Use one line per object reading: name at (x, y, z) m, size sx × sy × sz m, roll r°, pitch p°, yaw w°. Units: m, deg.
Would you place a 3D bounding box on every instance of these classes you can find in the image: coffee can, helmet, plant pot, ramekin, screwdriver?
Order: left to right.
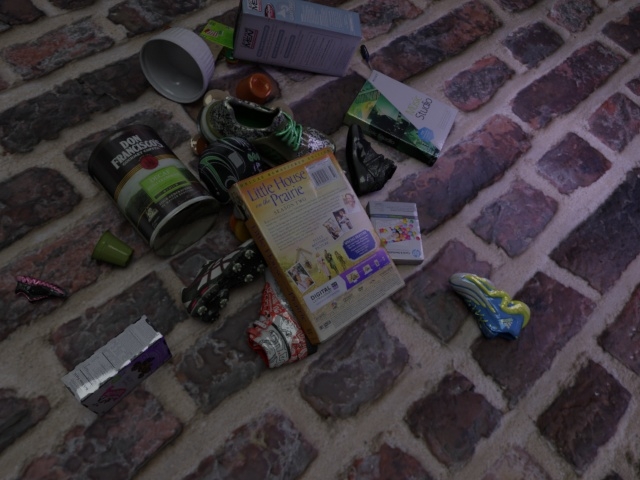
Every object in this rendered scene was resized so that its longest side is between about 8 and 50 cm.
plant pot at (-0.511, 0.028, 1.208) m, size 0.079 × 0.083 × 0.083 m, roll 27°, pitch 61°, yaw -11°
coffee can at (-0.417, -0.126, 1.229) m, size 0.201 × 0.201 × 0.275 m, roll -37°, pitch 75°, yaw -25°
ramekin at (-0.414, -0.525, 1.440) m, size 0.207 × 0.207 × 0.109 m, roll 22°, pitch 52°, yaw 1°
helmet at (-0.233, -0.188, 1.260) m, size 0.169 × 0.169 × 0.161 m, roll -34°, pitch 80°, yaw -24°
screwdriver at (0.170, -0.615, 1.696) m, size 0.025 × 0.024 × 0.170 m, roll 7°, pitch 60°, yaw -41°

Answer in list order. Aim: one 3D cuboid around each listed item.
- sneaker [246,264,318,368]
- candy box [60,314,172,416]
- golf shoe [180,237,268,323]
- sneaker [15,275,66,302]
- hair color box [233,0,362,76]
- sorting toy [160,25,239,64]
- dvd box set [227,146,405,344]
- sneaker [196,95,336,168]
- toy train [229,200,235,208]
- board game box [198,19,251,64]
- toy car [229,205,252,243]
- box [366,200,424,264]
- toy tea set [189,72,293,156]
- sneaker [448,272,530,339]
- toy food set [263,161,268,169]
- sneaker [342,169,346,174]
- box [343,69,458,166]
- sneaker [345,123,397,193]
sneaker at (-0.124, 0.176, 1.190) m, size 0.145 × 0.090 × 0.270 m, roll -19°, pitch 70°, yaw -22°
candy box at (-0.426, 0.271, 1.041) m, size 0.070 × 0.165 × 0.196 m, roll 43°, pitch 64°, yaw 14°
golf shoe at (-0.232, 0.069, 1.191) m, size 0.273 × 0.105 × 0.120 m, roll -44°, pitch 51°, yaw -12°
sneaker at (-0.663, 0.123, 1.149) m, size 0.119 × 0.047 × 0.057 m, roll 16°, pitch 80°, yaw 0°
hair color box at (-0.078, -0.651, 1.543) m, size 0.374 × 0.185 × 0.114 m, roll 3°, pitch 65°, yaw -19°
sorting toy at (-0.407, -0.593, 1.560) m, size 0.274 × 0.046 × 0.132 m, roll 20°, pitch 61°, yaw 0°
dvd box set at (0.000, 0.000, 1.207) m, size 0.307 × 0.062 × 0.420 m, roll -29°, pitch 89°, yaw -34°
sneaker at (-0.121, -0.296, 1.342) m, size 0.410 × 0.182 × 0.158 m, roll 9°, pitch 78°, yaw -28°
toy train at (-0.231, -0.153, 1.362) m, size 0.166 × 0.046 × 0.125 m, roll 40°, pitch 70°, yaw 8°
board game box at (-0.300, -0.659, 1.616) m, size 0.181 × 0.043 × 0.092 m, roll 20°, pitch 62°, yaw 0°
toy car at (-0.156, -0.061, 1.293) m, size 0.182 × 0.159 × 0.136 m, roll -23°, pitch 33°, yaw -20°
box at (0.210, -0.023, 1.387) m, size 0.145 × 0.038 × 0.186 m, roll 3°, pitch 64°, yaw -9°
toy tea set at (-0.254, -0.366, 1.457) m, size 0.336 × 0.124 × 0.200 m, roll -32°, pitch 102°, yaw -27°
sneaker at (0.442, 0.182, 1.293) m, size 0.240 × 0.091 × 0.126 m, roll 26°, pitch 62°, yaw 2°
toy food set at (-0.187, -0.211, 1.419) m, size 0.078 × 0.019 × 0.122 m, roll 24°, pitch 60°, yaw 2°
sneaker at (-0.004, -0.174, 1.412) m, size 0.075 × 0.063 × 0.170 m, roll 45°, pitch 59°, yaw 13°
box at (0.265, -0.404, 1.583) m, size 0.322 × 0.058 × 0.232 m, roll 26°, pitch 61°, yaw 4°
sneaker at (0.150, -0.249, 1.467) m, size 0.130 × 0.087 × 0.227 m, roll -6°, pitch 67°, yaw -15°
